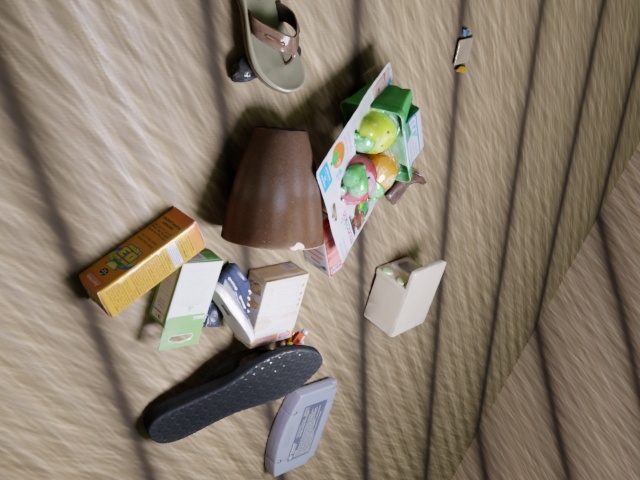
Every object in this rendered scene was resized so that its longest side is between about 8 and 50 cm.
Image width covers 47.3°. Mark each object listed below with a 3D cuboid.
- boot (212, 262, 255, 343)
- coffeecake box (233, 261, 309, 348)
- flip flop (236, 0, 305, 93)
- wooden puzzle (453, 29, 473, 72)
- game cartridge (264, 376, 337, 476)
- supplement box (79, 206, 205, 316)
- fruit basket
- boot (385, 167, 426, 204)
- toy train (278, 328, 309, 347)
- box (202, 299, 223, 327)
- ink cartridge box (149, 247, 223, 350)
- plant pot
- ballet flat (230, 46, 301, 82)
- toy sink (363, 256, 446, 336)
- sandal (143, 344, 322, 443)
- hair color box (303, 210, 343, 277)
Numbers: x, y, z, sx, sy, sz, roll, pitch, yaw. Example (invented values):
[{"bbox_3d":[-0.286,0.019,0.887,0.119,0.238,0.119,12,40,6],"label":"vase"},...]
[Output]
[{"bbox_3d":[-0.180,0.144,1.654,0.086,0.069,0.190,-48,130,-30],"label":"boot"},{"bbox_3d":[-0.119,0.155,1.767,0.142,0.068,0.185,-10,124,-46],"label":"coffeecake box"},{"bbox_3d":[-0.084,-0.397,1.335,0.112,0.080,0.277,-37,128,-35],"label":"flip flop"},{"bbox_3d":[0.371,-0.493,1.905,0.079,0.014,0.116,-20,131,-47],"label":"wooden puzzle"},{"bbox_3d":[-0.063,0.549,2.157,0.198,0.062,0.297,-3,119,-44],"label":"game cartridge"},{"bbox_3d":[-0.339,0.039,1.405,0.233,0.078,0.080,-41,142,-23],"label":"supplement box"},{"bbox_3d":[0.110,-0.169,1.652,0.327,0.165,0.353,73,36,-52],"label":"fruit basket"},{"bbox_3d":[0.231,-0.138,1.988,0.106,0.037,0.114,33,87,-42],"label":"boot"},{"bbox_3d":[-0.098,0.286,1.879,0.166,0.046,0.125,-54,-173,-3],"label":"toy train"},{"bbox_3d":[-0.253,0.164,1.655,0.083,0.018,0.067,9,109,-53],"label":"box"},{"bbox_3d":[-0.290,0.122,1.540,0.109,0.062,0.209,-4,119,-49],"label":"ink cartridge box"},{"bbox_3d":[-0.089,-0.115,1.501,0.215,0.215,0.230,-8,108,-47],"label":"plant pot"},{"bbox_3d":[-0.107,-0.352,1.422,0.173,0.049,0.057,-30,96,-36],"label":"ballet flat"},{"bbox_3d":[0.242,0.138,2.137,0.153,0.131,0.234,-18,134,-42],"label":"toy sink"},{"bbox_3d":[-0.210,0.333,1.742,0.446,0.107,0.167,-20,138,-15],"label":"sandal"},{"bbox_3d":[0.000,0.000,1.770,0.053,0.093,0.167,-37,141,-26],"label":"hair color box"}]
